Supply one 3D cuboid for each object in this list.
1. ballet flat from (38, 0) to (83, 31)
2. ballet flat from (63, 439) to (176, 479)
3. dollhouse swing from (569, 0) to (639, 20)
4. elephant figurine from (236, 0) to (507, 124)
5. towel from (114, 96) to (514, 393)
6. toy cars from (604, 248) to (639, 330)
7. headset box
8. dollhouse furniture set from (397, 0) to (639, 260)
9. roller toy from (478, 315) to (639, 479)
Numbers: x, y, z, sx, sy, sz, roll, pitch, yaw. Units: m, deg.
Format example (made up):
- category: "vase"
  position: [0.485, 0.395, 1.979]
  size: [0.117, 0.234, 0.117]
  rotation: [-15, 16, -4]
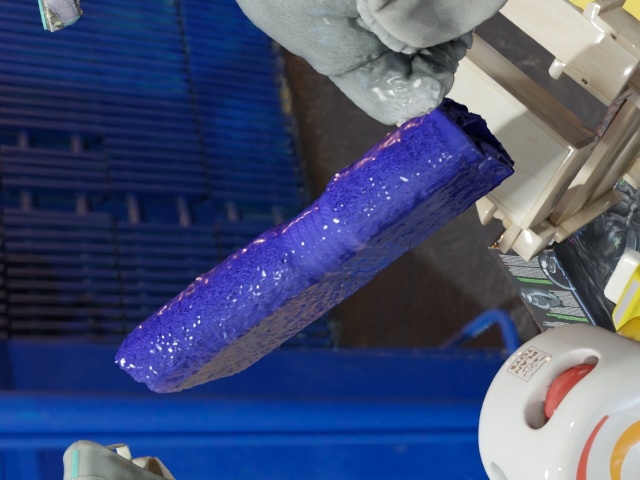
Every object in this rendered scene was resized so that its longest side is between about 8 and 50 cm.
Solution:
- category: "ballet flat"
  position: [-0.204, -0.212, 0.889]
  size: [0.041, 0.041, 0.114]
  rotation: [-37, 69, 58]
- category: "ballet flat"
  position: [-0.171, 0.228, 1.108]
  size: [0.213, 0.072, 0.068]
  rotation: [46, -150, -62]
- category: "dollhouse swing"
  position: [0.447, -0.492, 1.718]
  size: [0.315, 0.305, 0.347]
  rotation: [12, 108, 37]
- category: "elephant figurine"
  position: [0.070, -0.167, 0.562]
  size: [0.169, 0.186, 0.239]
  rotation: [54, 149, -10]
- category: "towel"
  position: [0.000, 0.000, 0.914]
  size: [0.308, 0.227, 0.076]
  rotation: [-37, 79, 13]
- category: "toy cars"
  position: [0.411, -0.031, 1.277]
  size: [0.394, 0.087, 0.176]
  rotation: [-56, -16, -6]
- category: "headset box"
  position: [0.432, 0.031, 1.842]
  size: [0.131, 0.283, 0.246]
  rotation: [4, 46, 51]
- category: "dollhouse furniture set"
  position: [0.267, -0.167, 1.202]
  size: [0.174, 0.355, 0.303]
  rotation: [44, 133, 19]
- category: "roller toy"
  position: [0.251, 0.177, 1.088]
  size: [0.146, 0.191, 0.209]
  rotation: [-152, 64, -63]
